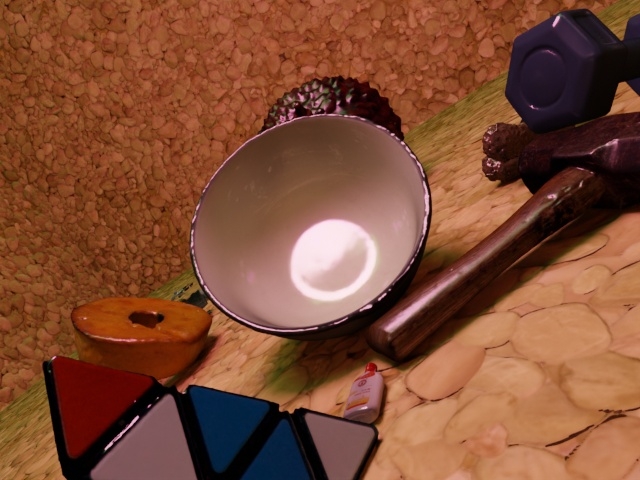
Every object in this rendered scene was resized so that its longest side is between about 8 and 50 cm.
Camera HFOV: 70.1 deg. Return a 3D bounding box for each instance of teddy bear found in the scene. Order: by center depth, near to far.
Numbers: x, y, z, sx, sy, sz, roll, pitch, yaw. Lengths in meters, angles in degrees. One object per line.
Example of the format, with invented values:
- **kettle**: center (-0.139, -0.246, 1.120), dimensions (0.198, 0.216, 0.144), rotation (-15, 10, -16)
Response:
- **teddy bear**: center (0.389, -0.206, 0.814), dimensions (0.252, 0.129, 0.182), rotation (-57, -24, -14)

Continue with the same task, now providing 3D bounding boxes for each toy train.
- **toy train**: center (-0.434, 0.238, 1.258), dimensions (0.189, 0.127, 0.307), rotation (-28, 13, 30)

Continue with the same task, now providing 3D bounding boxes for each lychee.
- **lychee**: center (0.022, -0.243, 1.253), dimensions (0.424, 0.425, 0.500), rotation (-31, -17, 15)

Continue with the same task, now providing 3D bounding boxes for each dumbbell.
- **dumbbell**: center (0.429, -0.256, 0.650), dimensions (0.315, 0.157, 0.144), rotation (-17, 35, -19)

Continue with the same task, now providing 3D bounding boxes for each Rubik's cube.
- **Rubik's cube**: center (-0.138, 0.192, 0.320), dimensions (0.284, 0.234, 0.250), rotation (-30, 12, 16)

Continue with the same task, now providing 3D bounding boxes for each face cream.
- **face cream**: center (0.048, 0.159, 0.480), dimensions (0.040, 0.021, 0.083), rotation (-28, 12, 23)

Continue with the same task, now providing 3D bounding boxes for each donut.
- **donut**: center (-0.387, 0.210, 0.992), dimensions (0.302, 0.110, 0.303), rotation (9, 7, -1)

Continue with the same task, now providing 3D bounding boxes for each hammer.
- **hammer**: center (0.218, -0.003, 0.524), dimensions (0.408, 0.095, 0.242), rotation (-37, 11, -3)

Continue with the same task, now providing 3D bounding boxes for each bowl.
- **bowl**: center (0.000, 0.000, 0.706), dimensions (0.353, 0.354, 0.185), rotation (-34, -33, 0)
